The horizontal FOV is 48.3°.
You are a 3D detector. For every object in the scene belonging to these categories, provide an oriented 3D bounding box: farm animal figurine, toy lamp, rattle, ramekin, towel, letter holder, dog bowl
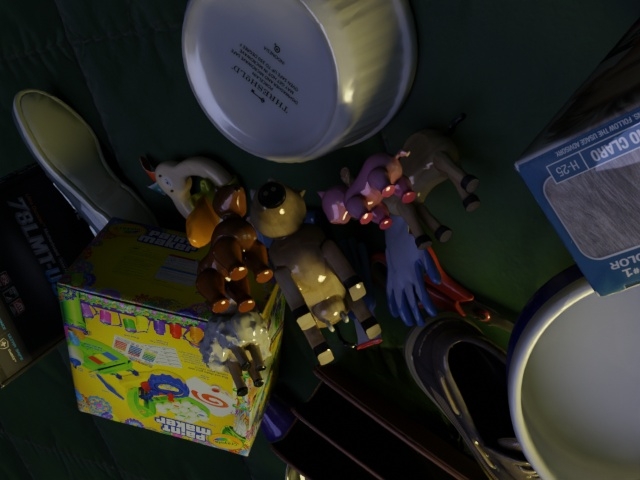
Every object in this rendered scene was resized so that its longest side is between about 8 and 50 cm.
[{"bbox_3d":[0.000,0.000,0.844,0.326,0.331,0.172,93,153,-47],"label":"farm animal figurine"},{"bbox_3d":[-0.014,0.377,1.234,0.274,0.080,0.080,50,135,-4],"label":"toy lamp"},{"bbox_3d":[-0.223,-0.055,1.056,0.200,0.142,0.130,22,148,16],"label":"rattle"},{"bbox_3d":[-0.036,-0.213,0.813,0.273,0.127,0.272,18,128,25],"label":"ramekin"},{"bbox_3d":[-0.045,-0.018,1.022,0.120,0.029,0.067,6,122,35],"label":"towel"},{"bbox_3d":[0.087,0.319,0.996,0.302,0.152,0.214,34,176,13],"label":"letter holder"},{"bbox_3d":[0.325,0.146,0.728,0.265,0.104,0.264,2,100,11],"label":"dog bowl"}]

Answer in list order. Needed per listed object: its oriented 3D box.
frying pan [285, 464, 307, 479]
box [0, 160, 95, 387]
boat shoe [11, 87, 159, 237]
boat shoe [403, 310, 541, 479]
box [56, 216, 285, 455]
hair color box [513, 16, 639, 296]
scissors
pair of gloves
[{"bbox_3d":[0.031,0.452,1.182,0.197,0.053,0.326,10,101,1],"label":"frying pan"},{"bbox_3d":[-0.506,0.044,1.218,0.073,0.293,0.295,2,119,37],"label":"box"},{"bbox_3d":[-0.399,-0.098,1.169,0.099,0.116,0.319,-28,106,40],"label":"boat shoe"},{"bbox_3d":[0.241,0.240,0.874,0.355,0.132,0.130,44,179,-4],"label":"boat shoe"},{"bbox_3d":[-0.218,0.149,1.105,0.290,0.177,0.279,13,128,7],"label":"box"},{"bbox_3d":[0.284,-0.113,0.489,0.174,0.347,0.105,-28,100,44],"label":"hair color box"},{"bbox_3d":[0.194,0.092,0.931,0.297,0.021,0.109,36,132,10],"label":"scissors"},{"bbox_3d":[0.079,0.051,0.928,0.198,0.023,0.159,-36,58,47],"label":"pair of gloves"}]
